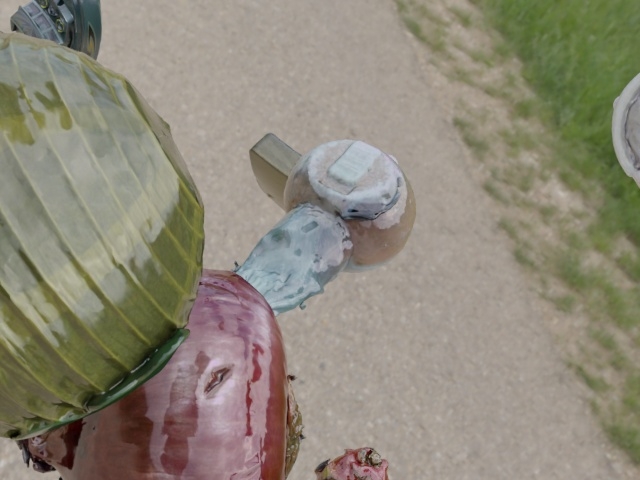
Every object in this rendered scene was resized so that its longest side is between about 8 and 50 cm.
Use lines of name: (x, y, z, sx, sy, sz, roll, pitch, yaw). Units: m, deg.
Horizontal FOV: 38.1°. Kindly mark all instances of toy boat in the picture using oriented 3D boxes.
toy boat: (-0.394, -0.304, 1.381, 0.122, 0.296, 0.114, -33, 85, -29)

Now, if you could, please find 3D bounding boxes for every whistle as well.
whistle: (0.000, 0.000, 1.195, 0.189, 0.189, 0.348, 38, 56, 8)

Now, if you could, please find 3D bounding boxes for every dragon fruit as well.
dragon fruit: (0.027, 0.433, 1.416, 0.125, 0.125, 0.246, 17, 66, 11)

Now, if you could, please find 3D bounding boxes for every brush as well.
brush: (-0.059, -0.108, 1.662, 0.123, 0.197, 0.059, 41, 77, 14)

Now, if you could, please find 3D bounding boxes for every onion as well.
onion: (-0.157, 0.194, 0.897, 0.286, 0.347, 0.347, 8, 38, -8)

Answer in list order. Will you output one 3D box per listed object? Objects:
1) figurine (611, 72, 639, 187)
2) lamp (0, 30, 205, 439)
figurine: (0.407, -0.101, 0.957, 0.237, 0.162, 0.141, 36, 15, 24)
lamp: (-0.208, 0.013, 0.554, 0.250, 0.284, 0.250, 59, -3, 4)
